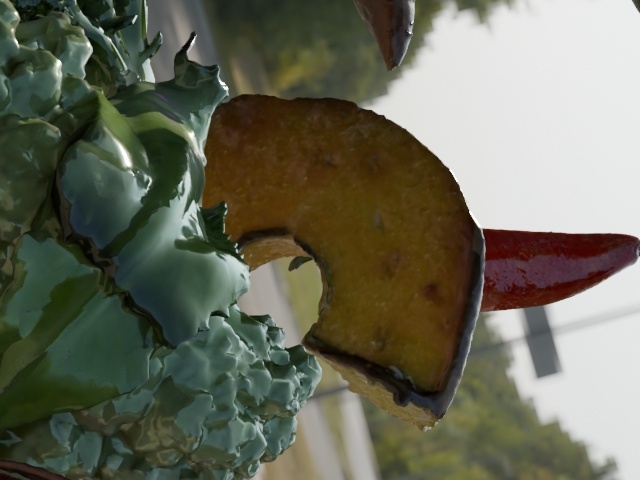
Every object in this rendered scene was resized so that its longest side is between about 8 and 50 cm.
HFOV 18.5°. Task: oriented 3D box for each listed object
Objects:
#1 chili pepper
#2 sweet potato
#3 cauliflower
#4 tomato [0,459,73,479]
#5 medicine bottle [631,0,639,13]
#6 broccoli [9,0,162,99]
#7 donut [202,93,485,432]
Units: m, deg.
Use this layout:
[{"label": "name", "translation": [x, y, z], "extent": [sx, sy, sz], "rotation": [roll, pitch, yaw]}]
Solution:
[{"label": "chili pepper", "translation": [0.111, 0.019, 1.486], "extent": [0.063, 0.272, 0.071], "rotation": [-58, 149, -84]}, {"label": "sweet potato", "translation": [0.037, -0.248, 1.480], "extent": [0.057, 0.057, 0.264], "rotation": [76, 5, -70]}, {"label": "cauliflower", "translation": [-0.112, -0.002, 0.823], "extent": [0.315, 0.256, 0.239], "rotation": [-54, 165, -60]}, {"label": "tomato", "translation": [-0.133, 0.172, 0.582], "extent": [0.085, 0.225, 0.225], "rotation": [-16, 91, -63]}, {"label": "medicine bottle", "translation": [0.286, -0.225, 1.235], "extent": [0.293, 0.141, 0.141], "rotation": [-52, 132, -55]}, {"label": "broccoli", "translation": [-0.136, -0.122, 0.957], "extent": [0.138, 0.146, 0.162], "rotation": [59, -11, -4]}, {"label": "donut", "translation": [0.007, -0.001, 1.200], "extent": [0.259, 0.152, 0.101], "rotation": [30, -16, 22]}]
